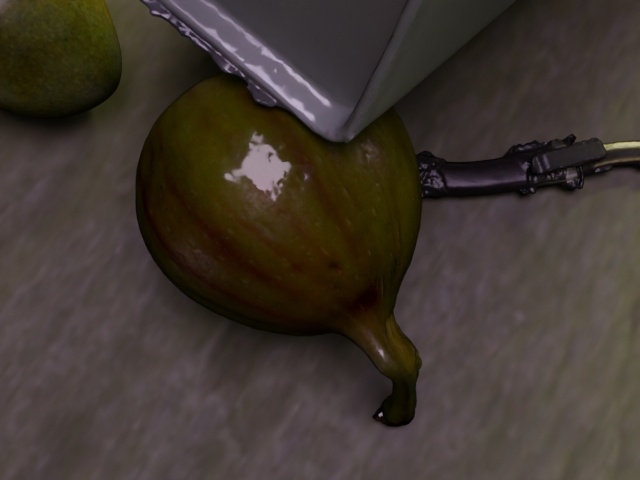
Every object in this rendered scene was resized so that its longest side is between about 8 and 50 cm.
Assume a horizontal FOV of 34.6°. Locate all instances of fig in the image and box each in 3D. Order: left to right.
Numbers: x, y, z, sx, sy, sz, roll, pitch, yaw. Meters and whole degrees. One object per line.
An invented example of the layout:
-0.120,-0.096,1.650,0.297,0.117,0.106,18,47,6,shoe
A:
-0.014,-0.002,0.527,0.142,0.148,0.186,-9,58,-38,fig

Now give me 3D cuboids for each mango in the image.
-0.209,-0.184,0.579,0.133,0.111,0.267,-38,86,-25,mango

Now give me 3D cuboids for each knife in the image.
0.128,-0.045,0.613,0.222,0.021,0.045,1,72,-3,knife

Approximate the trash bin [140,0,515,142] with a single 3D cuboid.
0.069,-0.232,0.492,0.256,0.296,0.367,41,65,4,trash bin
